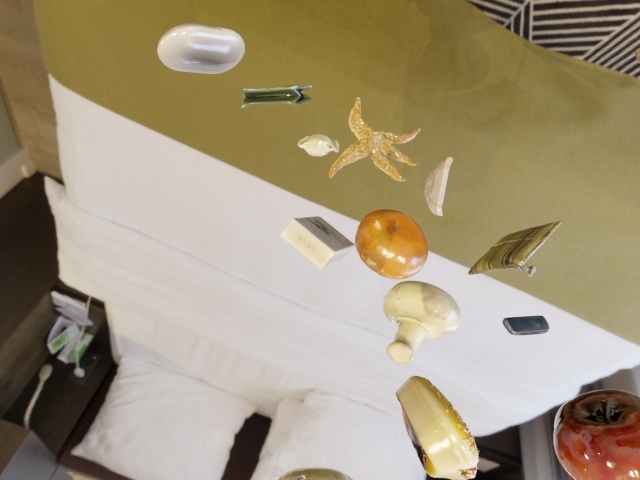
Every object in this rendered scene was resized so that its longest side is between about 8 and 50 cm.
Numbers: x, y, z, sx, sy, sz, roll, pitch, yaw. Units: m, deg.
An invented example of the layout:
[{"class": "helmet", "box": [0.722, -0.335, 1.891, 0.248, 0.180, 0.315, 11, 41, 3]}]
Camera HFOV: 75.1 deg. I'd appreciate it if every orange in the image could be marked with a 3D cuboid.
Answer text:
[{"class": "orange", "box": [0.220, 0.015, 1.312, 0.239, 0.240, 0.171, 23, 133, -6]}]

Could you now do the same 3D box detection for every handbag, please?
[{"class": "handbag", "box": [-0.179, -0.599, 1.722, 0.247, 0.260, 0.079, 2, 111, 13]}]

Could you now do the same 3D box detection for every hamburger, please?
[{"class": "hamburger", "box": [0.234, 0.375, 0.848, 0.116, 0.210, 0.173, -21, 113, -3]}]

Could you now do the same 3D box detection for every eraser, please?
[{"class": "eraser", "box": [0.422, -0.196, 1.551, 0.059, 0.243, 0.205, 8, 95, -1]}]

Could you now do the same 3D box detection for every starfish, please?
[{"class": "starfish", "box": [0.212, -0.318, 1.490, 0.293, 0.302, 0.084, 20, 180, -2]}]

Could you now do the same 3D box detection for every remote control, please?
[{"class": "remote control", "box": [-0.432, -0.699, 1.533, 0.221, 0.331, 0.104, -32, 78, 47]}]

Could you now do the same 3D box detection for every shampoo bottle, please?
[{"class": "shampoo bottle", "box": [0.916, 0.106, 1.971, 0.057, 0.207, 0.064, 9, 104, -32]}]

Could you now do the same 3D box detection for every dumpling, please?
[{"class": "dumpling", "box": [-0.009, -0.433, 1.846, 0.169, 0.134, 0.100, -11, 124, 15]}]

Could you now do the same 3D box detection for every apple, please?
[{"class": "apple", "box": [0.601, 0.422, 0.848, 0.233, 0.234, 0.234, 10, 138, 9]}]

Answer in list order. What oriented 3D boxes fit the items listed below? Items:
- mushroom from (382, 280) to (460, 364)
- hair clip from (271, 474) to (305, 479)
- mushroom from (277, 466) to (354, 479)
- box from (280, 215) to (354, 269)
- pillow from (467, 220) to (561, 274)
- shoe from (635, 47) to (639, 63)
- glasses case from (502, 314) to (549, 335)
[{"class": "mushroom", "box": [0.382, 0.285, 1.662, 0.355, 0.316, 0.315, -5, 161, -47]}, {"class": "hair clip", "box": [-0.096, 0.652, 1.111, 0.114, 0.030, 0.039, -20, 160, 20]}, {"class": "mushroom", "box": [-0.019, 0.852, 1.208, 0.313, 0.336, 0.315, 4, 126, 5]}, {"class": "box", "box": [0.000, 0.000, 1.180, 0.149, 0.233, 0.067, 42, 105, 11]}, {"class": "pillow", "box": [0.557, 0.024, 1.208, 0.052, 0.208, 0.212, 53, 156, -2]}, {"class": "shoe", "box": [0.684, -0.331, 0.769, 0.089, 0.180, 0.092, 23, 125, -35]}, {"class": "glasses case", "box": [0.370, 0.155, 0.753, 0.083, 0.034, 0.023, -2, 141, -10]}]
